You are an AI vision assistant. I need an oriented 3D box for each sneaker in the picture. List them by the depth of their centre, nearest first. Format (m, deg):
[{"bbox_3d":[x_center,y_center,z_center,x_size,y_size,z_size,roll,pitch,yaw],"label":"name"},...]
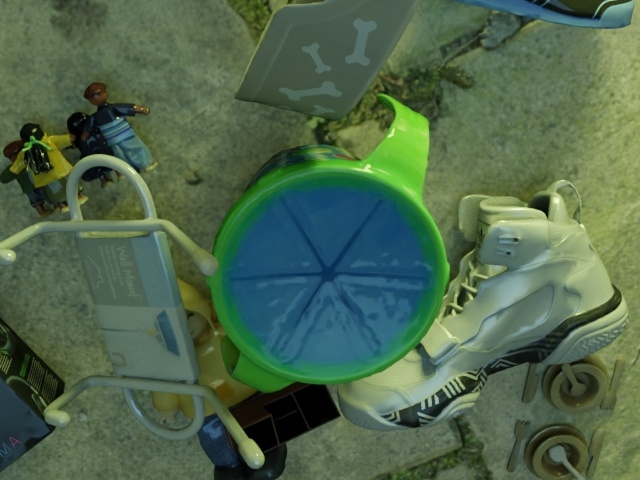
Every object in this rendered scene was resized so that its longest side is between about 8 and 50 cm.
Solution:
[{"bbox_3d":[0.231,-0.287,0.971,0.232,0.081,0.090,9,116,-7],"label":"sneaker"},{"bbox_3d":[0.169,0.071,1.074,0.366,0.137,0.210,-22,110,-2],"label":"sneaker"}]

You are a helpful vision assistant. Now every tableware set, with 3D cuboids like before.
[{"bbox_3d":[0.326,0.240,1.197,0.128,0.039,0.194,5,110,-7],"label":"tableware set"}]

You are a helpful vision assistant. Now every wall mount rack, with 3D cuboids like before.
[{"bbox_3d":[-0.181,0.092,0.942,0.304,0.130,0.349,0,114,29],"label":"wall mount rack"}]

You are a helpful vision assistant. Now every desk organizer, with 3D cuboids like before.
[{"bbox_3d":[-0.046,0.206,1.073,0.130,0.050,0.047,-21,110,-23],"label":"desk organizer"}]

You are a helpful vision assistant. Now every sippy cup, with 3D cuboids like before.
[{"bbox_3d":[0.000,0.000,0.982,0.306,0.224,0.240,-23,111,4],"label":"sippy cup"}]

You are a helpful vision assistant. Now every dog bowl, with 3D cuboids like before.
[{"bbox_3d":[0.039,-0.267,0.833,0.102,0.349,0.348,25,106,-8],"label":"dog bowl"}]

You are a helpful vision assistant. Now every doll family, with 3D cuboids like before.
[{"bbox_3d":[-0.271,-0.101,1.007,0.193,0.076,0.111,-27,106,0],"label":"doll family"}]

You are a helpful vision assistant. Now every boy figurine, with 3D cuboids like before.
[{"bbox_3d":[-0.124,0.165,1.105,0.177,0.092,0.285,-16,114,4],"label":"boy figurine"}]

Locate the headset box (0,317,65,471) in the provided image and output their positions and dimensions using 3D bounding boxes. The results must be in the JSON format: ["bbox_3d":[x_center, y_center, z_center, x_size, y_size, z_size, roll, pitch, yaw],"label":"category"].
[{"bbox_3d":[-0.483,0.163,1.039,0.246,0.131,0.283,-36,109,1],"label":"headset box"}]
